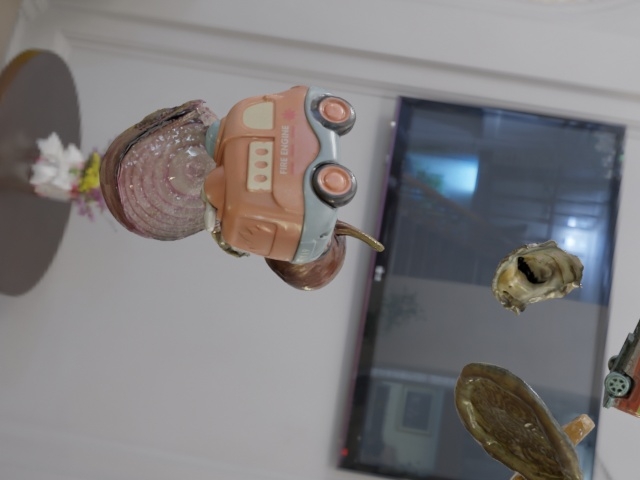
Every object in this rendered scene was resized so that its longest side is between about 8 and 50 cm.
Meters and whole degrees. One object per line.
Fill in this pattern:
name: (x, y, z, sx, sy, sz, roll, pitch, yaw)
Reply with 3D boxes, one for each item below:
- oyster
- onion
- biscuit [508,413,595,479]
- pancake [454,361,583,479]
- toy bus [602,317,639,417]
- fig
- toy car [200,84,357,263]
oyster: (0.546, 0.081, 2.265, 0.100, 0.271, 0.275, -56, 134, -35)
onion: (-0.271, -0.122, 1.603, 0.230, 0.256, 0.272, -142, -128, -68)
biscuit: (0.450, 0.476, 1.851, 0.275, 0.052, 0.355, -36, 159, -22)
pancake: (0.298, 0.289, 1.359, 0.031, 0.250, 0.250, -36, 156, -23)
toy bus: (0.587, 0.182, 1.536, 0.121, 0.120, 0.265, -30, 142, -67)
fig: (-0.007, -0.003, 1.726, 0.207, 0.175, 0.175, -30, -148, 34)
toy car: (-0.068, -0.102, 1.312, 0.180, 0.213, 0.270, 112, -18, -57)
